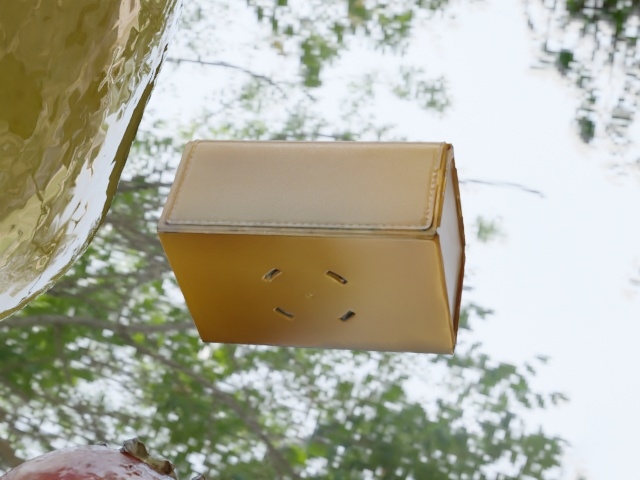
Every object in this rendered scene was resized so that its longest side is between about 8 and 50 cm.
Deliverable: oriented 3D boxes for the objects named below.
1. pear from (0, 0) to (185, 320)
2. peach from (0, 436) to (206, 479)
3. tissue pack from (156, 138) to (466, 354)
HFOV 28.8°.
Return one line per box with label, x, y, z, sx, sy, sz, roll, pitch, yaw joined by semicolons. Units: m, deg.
pear;-0.185;-0.097;0.396;0.309;0.309;0.309;-21;-63;-49
peach;-0.243;0.408;1.331;0.339;0.416;0.353;-36;-52;3
tissue pack;0.000;0.000;1.262;0.194;0.274;0.145;75;-160;-51
